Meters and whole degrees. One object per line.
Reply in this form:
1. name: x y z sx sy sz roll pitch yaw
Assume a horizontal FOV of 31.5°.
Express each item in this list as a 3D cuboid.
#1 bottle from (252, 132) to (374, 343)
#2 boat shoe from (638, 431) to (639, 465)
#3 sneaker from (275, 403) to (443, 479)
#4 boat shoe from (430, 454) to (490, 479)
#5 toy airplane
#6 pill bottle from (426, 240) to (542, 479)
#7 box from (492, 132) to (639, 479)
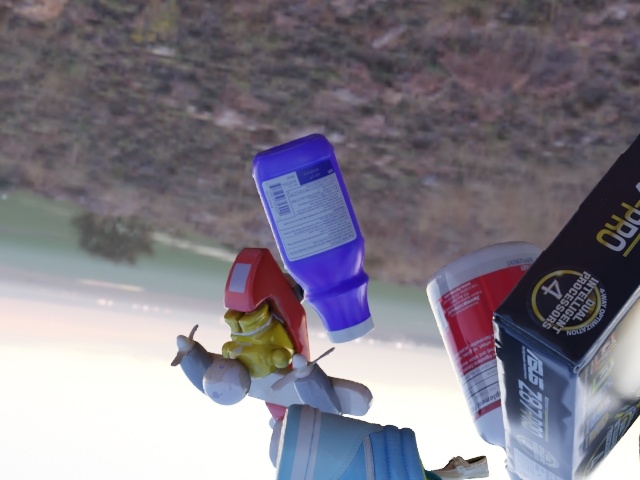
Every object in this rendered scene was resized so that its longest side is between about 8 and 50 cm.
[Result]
1. bottle: 0.000 0.000 1.555 0.118 0.283 0.092 -19 -170 2
2. boat shoe: 0.467 0.261 1.489 0.123 0.324 0.116 2 178 -5
3. sneaker: 0.044 0.351 1.291 0.208 0.319 0.127 5 -169 -3
4. boat shoe: 0.258 0.423 2.120 0.135 0.045 0.050 2 178 -35
5. toy airplane: -0.105 0.254 2.110 0.272 0.384 0.386 -21 154 -44
6. pill bottle: 0.358 0.226 2.046 0.229 0.408 0.229 -16 160 -6
7. box: 0.300 0.064 1.111 0.097 0.318 0.395 32 160 26
